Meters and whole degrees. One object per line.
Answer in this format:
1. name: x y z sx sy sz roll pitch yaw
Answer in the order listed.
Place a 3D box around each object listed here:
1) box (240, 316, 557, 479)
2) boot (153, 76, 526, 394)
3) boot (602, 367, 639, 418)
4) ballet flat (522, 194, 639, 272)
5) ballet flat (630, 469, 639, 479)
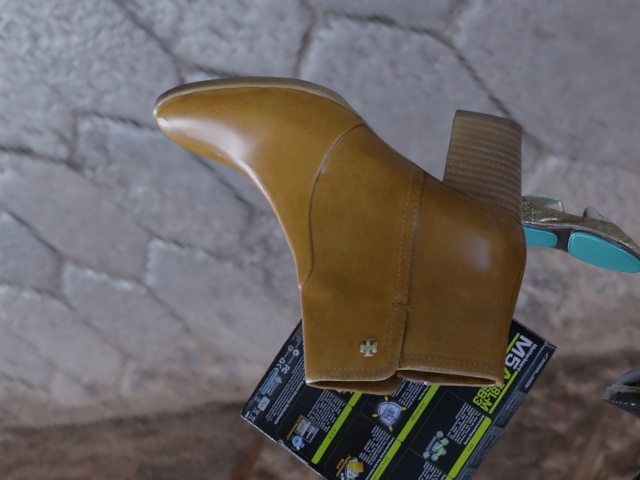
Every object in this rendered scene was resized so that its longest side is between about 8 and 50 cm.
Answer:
1. box: 0.059 0.112 1.236 0.184 0.190 0.045 33 -178 21
2. boot: 0.001 0.000 1.130 0.295 0.211 0.104 8 164 11
3. boot: 0.281 0.065 1.078 0.077 0.137 0.198 24 166 -20
4. ballet flat: 0.302 -0.018 1.896 0.206 0.067 0.073 16 149 3
5. ballet flat: 0.328 0.279 1.524 0.123 0.348 0.123 32 141 31
